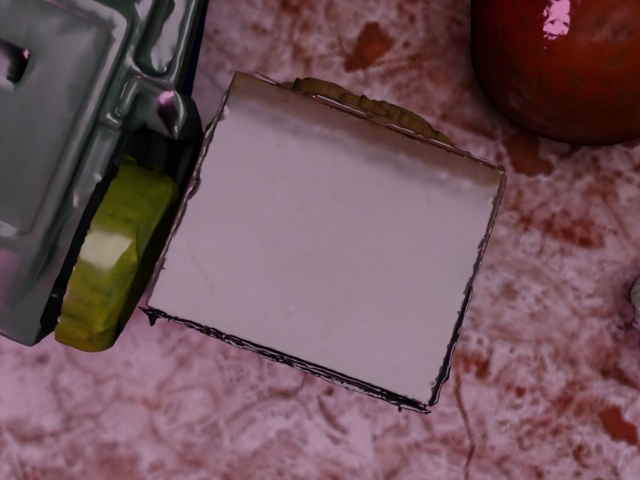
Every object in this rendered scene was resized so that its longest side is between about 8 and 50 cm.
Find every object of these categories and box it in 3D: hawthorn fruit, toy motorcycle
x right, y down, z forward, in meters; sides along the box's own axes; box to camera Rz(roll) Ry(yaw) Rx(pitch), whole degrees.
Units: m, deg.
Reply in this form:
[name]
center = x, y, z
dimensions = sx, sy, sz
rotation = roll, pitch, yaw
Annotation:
[hawthorn fruit]
center = 0.160, -0.143, 0.496
dimensions = 0.169, 0.188, 0.169
rotation = -2, 65, 4
[toy motorcycle]
center = -0.129, -0.120, 0.477
dimensions = 0.191, 0.200, 0.327
rotation = 24, 94, -3

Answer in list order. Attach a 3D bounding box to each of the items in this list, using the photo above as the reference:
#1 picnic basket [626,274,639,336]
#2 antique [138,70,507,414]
[picnic basket]
center = 0.216, 0.051, 0.537
dimensions = 0.065, 0.083, 0.083
rotation = -29, 85, -1
[antique]
center = 0.000, 0.000, 0.489
dimensions = 0.146, 0.152, 0.148
rotation = 21, 82, -3
